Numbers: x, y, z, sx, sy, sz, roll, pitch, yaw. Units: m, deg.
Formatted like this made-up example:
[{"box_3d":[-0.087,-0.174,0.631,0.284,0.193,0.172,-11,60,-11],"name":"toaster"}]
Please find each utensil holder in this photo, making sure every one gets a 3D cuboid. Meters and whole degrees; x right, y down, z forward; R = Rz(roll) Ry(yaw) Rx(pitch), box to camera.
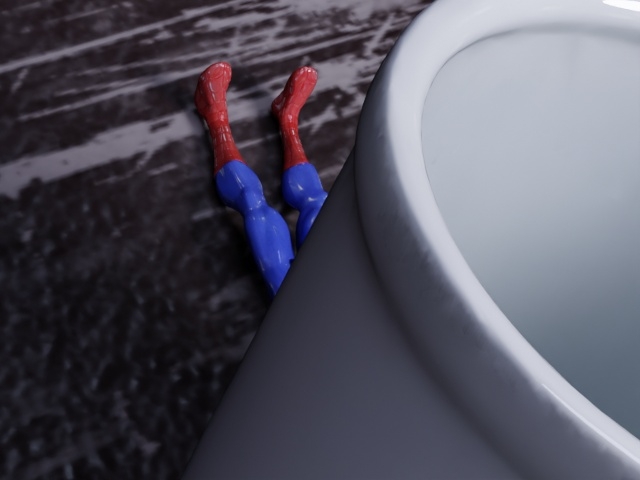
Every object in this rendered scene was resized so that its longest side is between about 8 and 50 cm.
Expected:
[{"box_3d":[0.097,0.128,0.862,0.328,0.385,0.327,18,39,-15],"name":"utensil holder"}]

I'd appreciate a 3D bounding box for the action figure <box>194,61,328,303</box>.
[{"box_3d":[0.000,0.000,1.114,0.092,0.139,0.280,-1,59,-23],"name":"action figure"}]
